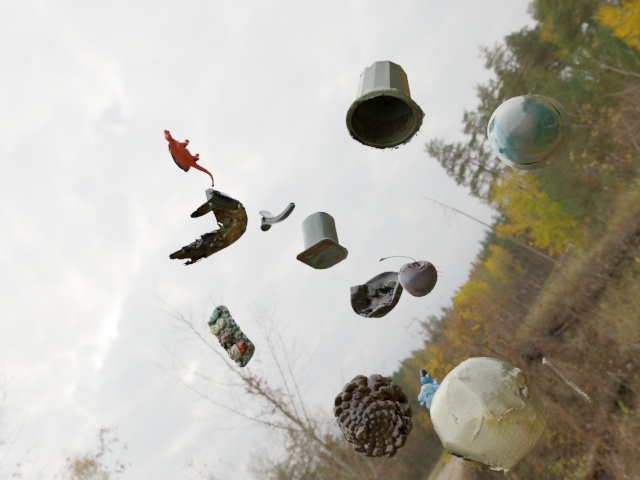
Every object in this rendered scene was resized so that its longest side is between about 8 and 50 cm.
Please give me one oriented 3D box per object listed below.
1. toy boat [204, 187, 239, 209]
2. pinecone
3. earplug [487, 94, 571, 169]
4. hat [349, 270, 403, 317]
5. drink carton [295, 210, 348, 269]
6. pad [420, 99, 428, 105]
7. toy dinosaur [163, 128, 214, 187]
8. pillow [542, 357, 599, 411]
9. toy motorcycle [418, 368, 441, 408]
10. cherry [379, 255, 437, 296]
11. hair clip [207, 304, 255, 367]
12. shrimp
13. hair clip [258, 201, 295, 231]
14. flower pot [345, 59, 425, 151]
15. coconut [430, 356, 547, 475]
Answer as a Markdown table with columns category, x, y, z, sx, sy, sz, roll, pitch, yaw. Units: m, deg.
| category | x | y | z | sx | sy | sz | roll | pitch | yaw |
| --- | --- | --- | --- | --- | --- | --- | --- | --- | --- |
| toy boat | -0.336 | -0.136 | 1.698 | 0.141 | 0.055 | 0.060 | 20 | -51 | -44 |
| pinecone | 0.119 | 0.400 | 1.136 | 0.169 | 0.185 | 0.212 | -20 | -10 | -6 |
| earplug | 0.445 | -0.244 | 1.078 | 0.324 | 0.185 | 0.184 | -17 | -46 | -60 |
| hat | 0.381 | 0.284 | 2.655 | 0.382 | 0.366 | 0.257 | 1 | -96 | -38 |
| drink carton | 0.000 | 0.000 | 2.099 | 0.185 | 0.189 | 0.191 | -38 | -45 | 26 |
| pad | 0.398 | -0.592 | 2.389 | 0.176 | 0.002 | 0.266 | -40 | 7 | -40 |
| toy dinosaur | -0.479 | -0.278 | 1.778 | 0.070 | 0.138 | 0.286 | -29 | -60 | 12 |
| pillow | 0.816 | 0.470 | 1.602 | 0.034 | 0.211 | 0.135 | -46 | -43 | 6 |
| toy motorcycle | 0.522 | 0.692 | 2.127 | 0.124 | 0.272 | 0.182 | -37 | 13 | 22 |
| cherry | 0.297 | 0.130 | 1.646 | 0.148 | 0.188 | 0.115 | 74 | -169 | -61 |
| hair clip | -0.414 | 0.416 | 2.164 | 0.091 | 0.321 | 0.138 | 17 | -69 | -54 |
| shrimp | -0.451 | -0.049 | 1.952 | 0.365 | 0.071 | 0.233 | -28 | -58 | -27 |
| hair clip | -0.147 | -0.086 | 1.719 | 0.048 | 0.275 | 0.083 | 1 | -96 | -29 |
| flower pot | 0.241 | -0.519 | 1.841 | 0.290 | 0.291 | 0.258 | 89 | -174 | -54 |
| coconut | 0.561 | 0.562 | 1.639 | 0.346 | 0.347 | 0.360 | -25 | -41 | -56 |
